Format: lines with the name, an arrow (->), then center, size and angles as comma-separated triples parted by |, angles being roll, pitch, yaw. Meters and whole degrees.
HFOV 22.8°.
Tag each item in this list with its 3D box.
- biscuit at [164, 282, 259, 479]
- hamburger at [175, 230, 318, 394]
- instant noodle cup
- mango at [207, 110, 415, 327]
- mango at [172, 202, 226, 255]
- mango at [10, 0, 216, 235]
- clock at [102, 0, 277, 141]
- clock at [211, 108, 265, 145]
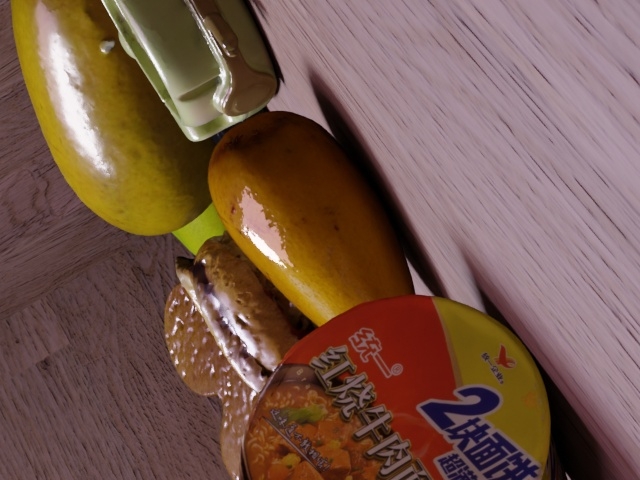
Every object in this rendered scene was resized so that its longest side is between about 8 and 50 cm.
biscuit -> -0.034, 0.168, 1.809 | 0.432, 0.064, 0.283 | 33, 120, 42
hamburger -> -0.021, 0.067, 1.556 | 0.244, 0.163, 0.244 | 53, 179, 1
instant noodle cup -> 0.073, 0.167, 1.066 | 0.213, 0.213, 0.174 | 55, -179, 38
mango -> 0.000, 0.000, 1.224 | 0.219, 0.112, 0.145 | 57, 170, -1
mango -> -0.193, -0.094, 2.307 | 0.273, 0.149, 0.185 | 53, 167, 5
mango -> -0.248, -0.191, 1.893 | 0.445, 0.220, 0.301 | 66, -178, -54
clock -> -0.129, -0.205, 1.386 | 0.235, 0.096, 0.308 | 60, 173, -5
clock -> -0.065, -0.074, 1.756 | 0.273, 0.049, 0.279 | 62, 174, -27
